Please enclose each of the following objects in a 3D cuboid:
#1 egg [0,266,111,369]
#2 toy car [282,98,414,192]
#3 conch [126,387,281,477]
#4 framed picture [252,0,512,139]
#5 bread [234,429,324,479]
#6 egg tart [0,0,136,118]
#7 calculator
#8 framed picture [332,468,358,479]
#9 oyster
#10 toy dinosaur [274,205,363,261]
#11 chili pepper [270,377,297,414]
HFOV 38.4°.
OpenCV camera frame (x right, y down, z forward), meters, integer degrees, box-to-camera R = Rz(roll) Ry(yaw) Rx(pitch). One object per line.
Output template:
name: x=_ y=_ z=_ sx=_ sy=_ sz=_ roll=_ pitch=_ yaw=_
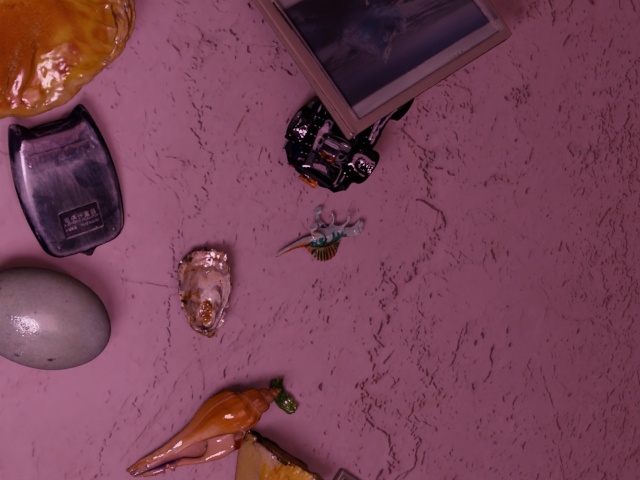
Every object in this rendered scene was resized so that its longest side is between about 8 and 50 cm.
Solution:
egg: x=-0.472 y=0.134 z=1.566 sx=0.236 sy=0.169 sz=0.169 roll=24 pitch=86 yaw=-31
toy car: x=0.046 y=-0.242 z=1.804 sx=0.193 sy=0.118 sz=0.301 roll=32 pitch=83 yaw=-17
conch: x=-0.222 y=0.365 z=1.774 sx=0.330 sy=0.093 sz=0.109 roll=-26 pitch=124 yaw=0
framed picture: x=0.130 y=-0.433 z=1.788 sx=0.446 sy=0.028 sz=0.326 roll=-35 pitch=90 yaw=-24
bread: x=-0.082 y=0.442 z=1.815 sx=0.169 sy=0.140 sz=0.160 roll=-19 pitch=115 yaw=-27
egg tart: x=-0.485 y=-0.351 z=1.448 sx=0.388 sy=0.388 sz=0.169 roll=-21 pitch=63 yaw=-22
calculator: x=-0.442 y=-0.093 z=1.618 sx=0.177 sy=0.040 sz=0.268 roll=-23 pitch=118 yaw=-22
framed picture: x=0.038 y=0.646 z=1.969 sx=0.192 sy=0.018 sz=0.265 roll=40 pitch=78 yaw=-25
oyster: x=-0.217 y=0.101 z=1.753 sx=0.105 sy=0.056 sz=0.177 roll=-14 pitch=102 yaw=-12
toy dinosaur: x=0.001 y=0.002 z=1.859 sx=0.187 sy=0.044 sz=0.106 roll=-47 pitch=129 yaw=-15
chili pepper: x=-0.076 y=0.317 z=1.867 sx=0.091 sy=0.034 sz=0.030 roll=63 pitch=37 yaw=-18
